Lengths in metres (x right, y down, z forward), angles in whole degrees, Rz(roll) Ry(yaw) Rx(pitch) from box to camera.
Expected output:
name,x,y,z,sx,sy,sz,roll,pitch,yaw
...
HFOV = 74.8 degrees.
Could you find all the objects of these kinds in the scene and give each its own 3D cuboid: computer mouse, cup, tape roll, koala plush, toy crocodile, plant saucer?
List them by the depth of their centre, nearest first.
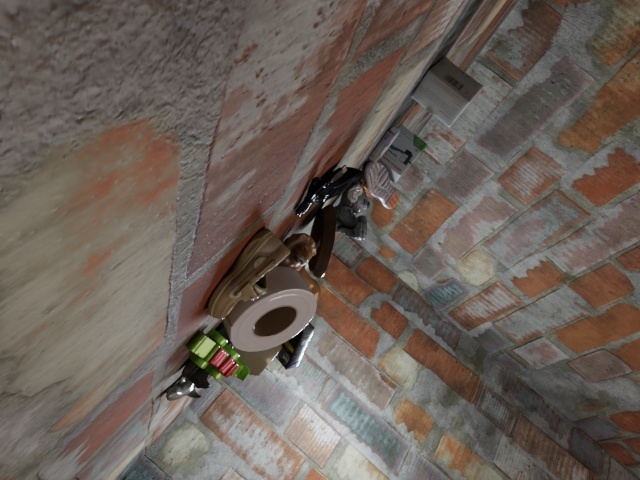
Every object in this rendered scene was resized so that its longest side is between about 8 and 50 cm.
name,x,y,z,sx,sy,sz,roll,pitch,yaw
computer mouse,0.036,-0.174,1.183,0.262,0.060,0.184,-33,171,-33
tape roll,-0.158,0.213,1.279,0.286,0.100,0.286,-21,141,-18
toy crocodile,-0.332,0.386,1.372,0.115,0.105,0.340,-48,151,-20
plant saucer,0.000,0.000,1.553,0.278,0.041,0.278,-170,-90,-76
koala plush,0.129,-0.146,1.804,0.196,0.203,0.221,-66,174,-74
cup,-0.317,0.478,1.928,0.331,0.237,0.331,-50,176,-5

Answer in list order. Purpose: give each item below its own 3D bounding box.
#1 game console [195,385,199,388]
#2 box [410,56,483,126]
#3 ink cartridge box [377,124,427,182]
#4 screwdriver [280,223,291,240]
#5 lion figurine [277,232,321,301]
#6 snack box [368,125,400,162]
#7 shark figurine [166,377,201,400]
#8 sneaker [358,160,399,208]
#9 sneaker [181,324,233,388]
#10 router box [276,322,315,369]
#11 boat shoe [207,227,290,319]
name,x,y,z,sx,sy,sz,roll,pitch,yaw
game console,-0.500,0.562,1.778,0.144,0.085,0.124,-46,174,-37
box,0.453,-0.532,1.496,0.182,0.181,0.119,-47,175,-41
ink cartridge box,0.347,-0.385,1.865,0.208,0.153,0.087,-50,175,-15
screwdriver,-0.131,0.015,1.315,0.025,0.024,0.170,14,118,-52
lion figurine,-0.082,0.145,1.466,0.240,0.142,0.392,-40,145,-11
snack box,0.260,-0.390,1.698,0.141,0.037,0.100,-53,176,36
shark figurine,-0.496,0.562,1.671,0.278,0.116,0.166,-43,173,-44
sneaker,0.222,-0.262,1.882,0.124,0.180,0.321,-50,141,-7
sneaker,-0.369,0.412,1.537,0.286,0.130,0.109,-49,-179,-19
router box,-0.187,0.428,2.036,0.081,0.309,0.243,-4,126,-46
boat shoe,-0.183,0.108,1.055,0.302,0.098,0.109,-52,175,24
